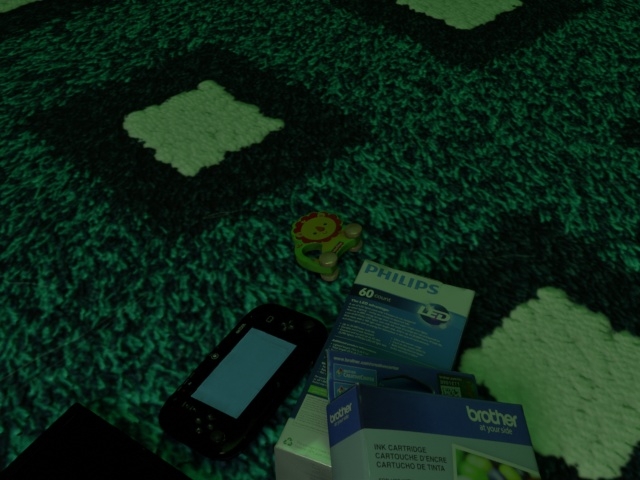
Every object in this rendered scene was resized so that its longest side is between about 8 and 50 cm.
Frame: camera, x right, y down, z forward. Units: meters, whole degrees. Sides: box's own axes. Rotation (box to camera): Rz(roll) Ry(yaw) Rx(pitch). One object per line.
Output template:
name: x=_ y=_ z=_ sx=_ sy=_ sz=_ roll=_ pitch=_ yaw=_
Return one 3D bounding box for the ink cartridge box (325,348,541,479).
ink cartridge box: x=0.104 y=0.231 z=0.557 sx=0.186 sy=0.065 sz=0.311 roll=14 pitch=49 yaw=-26

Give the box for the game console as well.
game console: x=-0.135 y=0.186 z=0.703 sx=0.213 sy=0.044 sz=0.361 roll=24 pitch=48 yaw=22

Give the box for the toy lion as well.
toy lion: x=0.000 y=0.000 z=0.910 sx=0.096 sy=0.034 sz=0.100 roll=18 pitch=46 yaw=26

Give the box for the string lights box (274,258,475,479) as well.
string lights box: x=0.065 y=0.146 z=0.723 sx=0.133 sy=0.077 sz=0.259 roll=16 pitch=46 yaw=15
